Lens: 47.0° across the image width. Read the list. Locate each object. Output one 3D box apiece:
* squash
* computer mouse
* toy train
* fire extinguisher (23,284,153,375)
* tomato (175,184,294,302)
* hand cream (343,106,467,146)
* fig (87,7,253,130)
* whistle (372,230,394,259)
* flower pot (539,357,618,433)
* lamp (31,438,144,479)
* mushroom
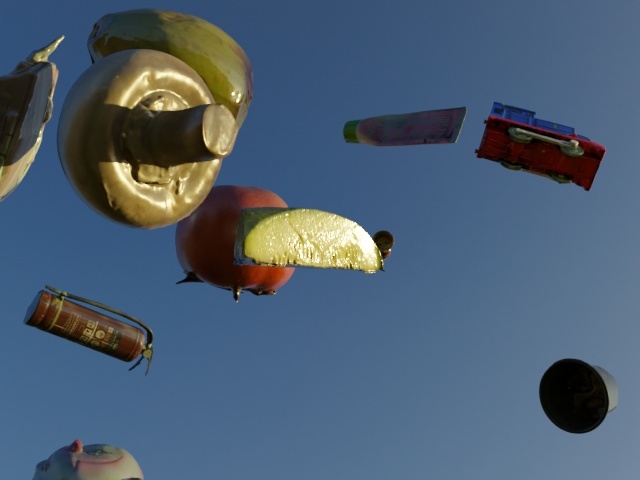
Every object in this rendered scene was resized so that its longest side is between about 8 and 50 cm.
[{"bbox_3d":[0.000,0.000,1.129,0.252,0.093,0.169,4,-4,-11],"label":"squash"},{"bbox_3d":[-0.525,-0.173,1.239,0.115,0.389,0.199,36,-11,-12],"label":"computer mouse"},{"bbox_3d":[0.379,-0.166,1.279,0.203,0.131,0.083,17,-58,9],"label":"toy train"},{"bbox_3d":[-0.254,0.103,0.841,0.158,0.043,0.064,28,-85,-31],"label":"fire extinguisher"},{"bbox_3d":[-0.165,0.002,1.475,0.255,0.256,0.225,7,-88,-5],"label":"tomato"},{"bbox_3d":[0.167,-0.229,1.498,0.275,0.079,0.050,4,-1,40],"label":"hand cream"},{"bbox_3d":[-0.242,-0.247,1.157,0.271,0.239,0.239,33,-54,-19],"label":"fig"},{"bbox_3d":[0.125,0.024,1.560,0.046,0.057,0.109,42,-16,15],"label":"whistle"},{"bbox_3d":[0.567,0.332,1.588,0.106,0.157,0.157,6,-39,-44],"label":"flower pot"},{"bbox_3d":[-0.435,0.478,1.235,0.301,0.248,0.247,-19,-1,-26],"label":"lamp"},{"bbox_3d":[-0.177,-0.114,0.830,0.215,0.207,0.207,4,-37,41],"label":"mushroom"}]
